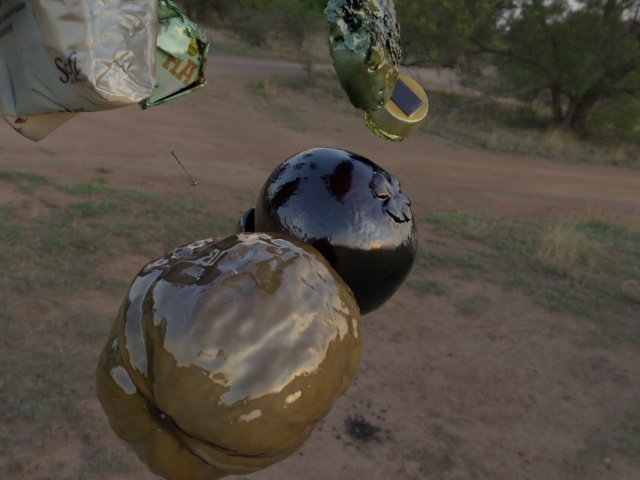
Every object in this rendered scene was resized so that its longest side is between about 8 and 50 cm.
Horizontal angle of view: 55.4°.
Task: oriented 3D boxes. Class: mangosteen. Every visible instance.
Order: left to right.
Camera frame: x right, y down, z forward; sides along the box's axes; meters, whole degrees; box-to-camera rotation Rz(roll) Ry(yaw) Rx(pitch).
[{"bbox_3d":[0.000,0.000,1.090,0.347,0.306,0.307,-29,-7,34],"label":"mangosteen"}]

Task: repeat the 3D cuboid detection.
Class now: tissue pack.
[{"bbox_3d":[-0.413,-0.373,0.991,0.376,0.389,0.195,-1,4,40],"label":"tissue pack"}]

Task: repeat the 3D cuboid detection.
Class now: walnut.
[{"bbox_3d":[-0.099,0.130,0.773,0.306,0.305,0.344,15,31,15],"label":"walnut"}]

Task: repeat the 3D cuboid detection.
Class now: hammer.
[{"bbox_3d":[-0.399,-0.211,1.781,0.123,0.014,0.029,53,42,-1],"label":"hammer"}]

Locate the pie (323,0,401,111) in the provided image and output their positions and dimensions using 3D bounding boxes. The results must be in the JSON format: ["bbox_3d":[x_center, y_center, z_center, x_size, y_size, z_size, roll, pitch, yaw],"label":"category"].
[{"bbox_3d":[0.064,-0.381,0.932,0.078,0.370,0.296,-5,6,16],"label":"pie"}]

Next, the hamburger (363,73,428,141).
[{"bbox_3d":[0.141,-0.255,1.188,0.127,0.081,0.141,32,59,-8],"label":"hamburger"}]

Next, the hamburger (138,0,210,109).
[{"bbox_3d":[-0.347,-0.423,1.340,0.125,0.235,0.214,28,55,37],"label":"hamburger"}]
